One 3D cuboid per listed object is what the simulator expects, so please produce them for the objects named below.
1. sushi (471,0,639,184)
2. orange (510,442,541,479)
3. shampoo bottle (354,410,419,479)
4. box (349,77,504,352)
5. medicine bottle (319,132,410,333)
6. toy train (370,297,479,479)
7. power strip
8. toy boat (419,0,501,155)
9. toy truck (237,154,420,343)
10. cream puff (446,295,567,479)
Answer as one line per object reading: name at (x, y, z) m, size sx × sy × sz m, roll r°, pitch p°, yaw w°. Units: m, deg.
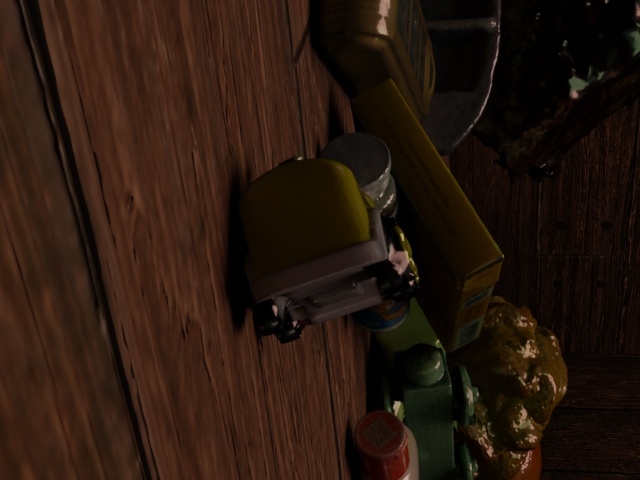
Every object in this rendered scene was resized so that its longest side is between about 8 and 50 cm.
sushi at (0.288, -0.260, 1.315) m, size 0.299 × 0.294 × 0.281 m, roll 52°, pitch 13°, yaw 30°
orange at (0.240, 0.324, 1.494) m, size 0.206 × 0.206 × 0.205 m, roll 0°, pitch 90°, yaw -81°
shampoo bottle at (0.060, 0.215, 0.848) m, size 0.220 × 0.051 × 0.108 m, roll 77°, pitch 20°, yaw -53°
box at (0.083, -0.005, 0.789) m, size 0.153 × 0.041 × 0.279 m, roll 62°, pitch -3°, yaw 17°
medicine bottle at (0.034, 0.001, 0.701) m, size 0.191 × 0.051 × 0.051 m, roll 75°, pitch 18°, yaw -55°
toy train at (0.102, 0.163, 1.005) m, size 0.253 × 0.105 × 0.157 m, roll 78°, pitch 4°, yaw -46°
power strip at (0.055, -0.157, 0.788) m, size 0.387 × 0.066 × 0.092 m, roll 9°, pitch 83°, yaw -81°
toy boat at (0.124, -0.222, 1.023) m, size 0.078 × 0.127 × 0.282 m, roll 75°, pitch 14°, yaw -79°
toy truck at (0.000, 0.000, 0.453) m, size 0.111 × 0.076 × 0.076 m, roll 49°, pitch 22°, yaw -77°
cream puff at (0.195, 0.184, 1.219) m, size 0.196 × 0.244 × 0.244 m, roll 56°, pitch 18°, yaw -11°
